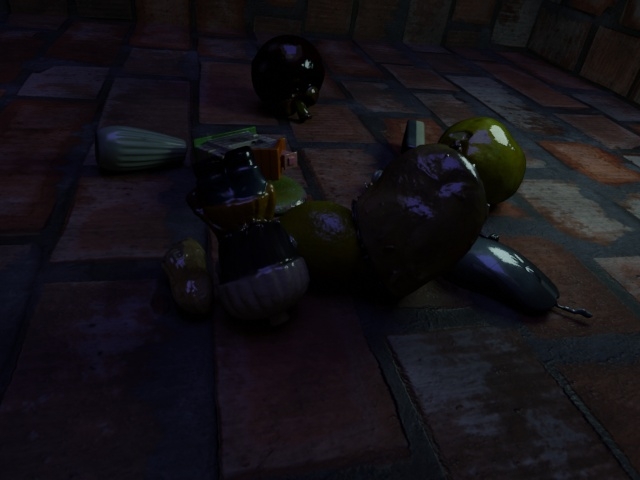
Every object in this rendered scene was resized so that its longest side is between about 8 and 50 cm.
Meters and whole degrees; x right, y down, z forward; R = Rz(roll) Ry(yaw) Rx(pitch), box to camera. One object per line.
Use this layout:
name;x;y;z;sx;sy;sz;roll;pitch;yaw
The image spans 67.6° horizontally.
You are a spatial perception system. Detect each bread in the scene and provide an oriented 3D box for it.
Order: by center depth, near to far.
bread;-0.149;-0.140;1.350;0.228;0.033;0.228;5;34;-3

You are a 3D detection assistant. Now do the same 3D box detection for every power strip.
power strip;0.317;-0.320;1.641;0.070;0.105;0.256;12;36;5

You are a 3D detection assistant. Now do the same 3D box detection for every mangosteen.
mangosteen;-0.130;-0.626;1.842;0.297;0.297;0.293;15;73;9

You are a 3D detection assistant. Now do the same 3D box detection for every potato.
potato;0.237;-0.053;1.017;0.237;0.288;0.301;-20;16;31

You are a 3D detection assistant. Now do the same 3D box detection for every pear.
pear;0.474;-0.233;1.432;0.321;0.269;0.269;-3;32;-48

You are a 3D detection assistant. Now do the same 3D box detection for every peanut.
peanut;-0.273;0.071;0.983;0.099;0.099;0.214;-9;45;-23

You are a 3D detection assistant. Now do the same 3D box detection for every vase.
vase;-0.513;-0.263;1.382;0.248;0.128;0.128;-5;36;-32

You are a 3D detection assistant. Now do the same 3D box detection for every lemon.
lemon;0.000;0.000;1.051;0.248;0.184;0.184;24;37;14

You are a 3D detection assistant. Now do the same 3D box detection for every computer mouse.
computer mouse;0.452;0.076;1.124;0.379;0.090;0.167;25;39;20

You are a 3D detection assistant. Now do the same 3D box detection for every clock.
clock;-0.205;-0.235;1.372;0.220;0.106;0.255;-23;34;-36

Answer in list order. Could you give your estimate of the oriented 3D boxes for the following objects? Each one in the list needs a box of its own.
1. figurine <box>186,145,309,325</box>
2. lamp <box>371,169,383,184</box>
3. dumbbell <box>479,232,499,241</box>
figurine;-0.135;0.004;0.898;0.185;0.332;0.204;-18;34;-7
lamp;0.242;-0.156;1.405;0.193;0.106;0.106;25;37;38
dumbbell;0.437;-0.013;1.288;0.083;0.040;0.036;34;12;32
